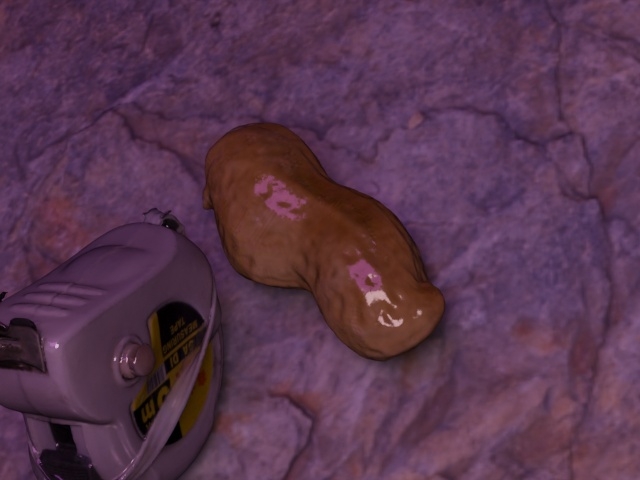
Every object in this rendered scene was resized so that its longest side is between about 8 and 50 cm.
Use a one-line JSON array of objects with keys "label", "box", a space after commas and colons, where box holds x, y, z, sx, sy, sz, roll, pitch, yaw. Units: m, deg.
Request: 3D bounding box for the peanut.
[{"label": "peanut", "box": [0.000, 0.000, 1.333, 0.263, 0.101, 0.117, 36, 103, 32]}]

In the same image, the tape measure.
[{"label": "tape measure", "box": [-0.149, 0.096, 1.270, 0.120, 0.197, 0.236, 4, 26, 27]}]
